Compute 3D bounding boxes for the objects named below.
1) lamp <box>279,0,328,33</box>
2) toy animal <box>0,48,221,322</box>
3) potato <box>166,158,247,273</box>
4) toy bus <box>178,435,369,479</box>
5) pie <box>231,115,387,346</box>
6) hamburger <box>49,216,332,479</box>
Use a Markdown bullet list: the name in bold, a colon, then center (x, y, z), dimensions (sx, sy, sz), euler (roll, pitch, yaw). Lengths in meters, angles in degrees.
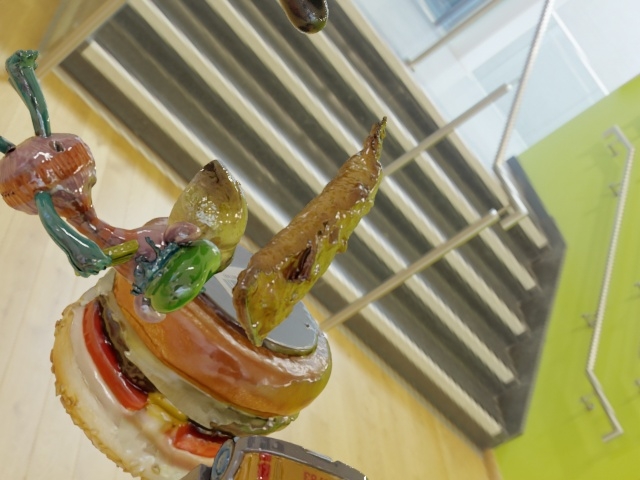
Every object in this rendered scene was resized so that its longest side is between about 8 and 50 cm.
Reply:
- **lamp**: center (0.033, -0.317, 0.724), dimensions (0.198, 0.244, 0.197), euler (42, 29, -30)
- **toy animal**: center (-0.164, -0.029, 0.558), dimensions (0.208, 0.100, 0.103), euler (52, 17, -11)
- **potato**: center (-0.107, -0.023, 0.813), dimensions (0.066, 0.103, 0.096), euler (36, 56, 9)
- **toy bus**: center (-0.061, 0.254, 0.645), dimensions (0.126, 0.209, 0.136), euler (27, 45, -22)
- **pie**: center (-0.001, 0.002, 0.481), dimensions (0.033, 0.088, 0.191), euler (30, 44, 8)
- **hamburger**: center (-0.163, 0.145, 1.033), dimensions (0.330, 0.250, 0.330), euler (38, 13, -11)
